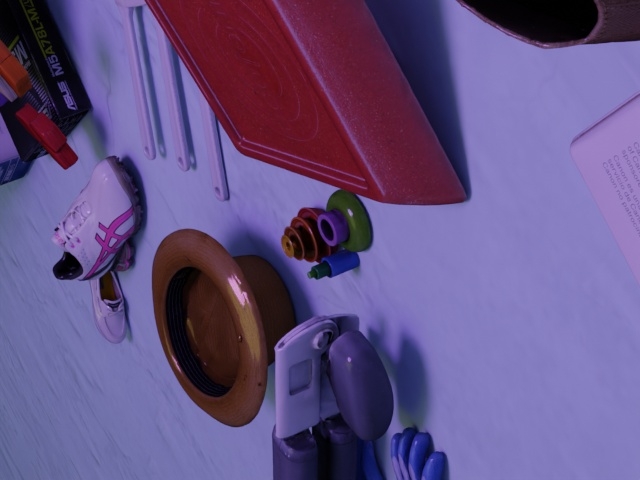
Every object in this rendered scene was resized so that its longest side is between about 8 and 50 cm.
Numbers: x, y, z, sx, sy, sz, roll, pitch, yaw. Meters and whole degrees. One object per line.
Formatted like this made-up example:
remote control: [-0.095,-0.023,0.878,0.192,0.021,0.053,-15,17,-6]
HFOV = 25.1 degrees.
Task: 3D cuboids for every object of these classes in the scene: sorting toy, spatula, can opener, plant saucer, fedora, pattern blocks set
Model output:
sorting toy: [0.000,0.000,1.123,0.102,0.042,0.061,-26,87,63]
spatula: [-0.137,-0.163,1.286,0.168,0.019,0.242,28,135,45]
can opener: [0.008,0.179,1.165,0.095,0.076,0.283,45,146,43]
plant saucer: [-0.040,-0.134,0.997,0.259,0.047,0.258,23,150,55]
fedora: [-0.078,0.071,1.282,0.194,0.079,0.194,32,131,45]
pattern blocks set: [-0.365,-0.222,1.418,0.285,0.026,0.325,40,167,27]

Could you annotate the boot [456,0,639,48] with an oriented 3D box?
boot: [0.078,-0.202,0.744,0.305,0.115,0.112,48,150,36]

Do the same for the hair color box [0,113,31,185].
hair color box: [-0.530,-0.109,1.683,0.174,0.347,0.105,64,154,7]

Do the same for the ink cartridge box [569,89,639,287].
ink cartridge box: [0.252,-0.013,0.559,0.207,0.117,0.283,64,154,7]

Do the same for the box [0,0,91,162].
box: [-0.328,-0.195,1.582,0.190,0.045,0.184,-25,87,64]

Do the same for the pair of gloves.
pair of gloves: [0.055,0.204,1.201,0.198,0.023,0.159,34,138,49]

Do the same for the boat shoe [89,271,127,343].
boat shoe: [-0.239,0.072,1.636,0.035,0.035,0.100,13,115,62]

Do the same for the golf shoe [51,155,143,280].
golf shoe: [-0.237,-0.014,1.507,0.067,0.086,0.186,55,150,26]
